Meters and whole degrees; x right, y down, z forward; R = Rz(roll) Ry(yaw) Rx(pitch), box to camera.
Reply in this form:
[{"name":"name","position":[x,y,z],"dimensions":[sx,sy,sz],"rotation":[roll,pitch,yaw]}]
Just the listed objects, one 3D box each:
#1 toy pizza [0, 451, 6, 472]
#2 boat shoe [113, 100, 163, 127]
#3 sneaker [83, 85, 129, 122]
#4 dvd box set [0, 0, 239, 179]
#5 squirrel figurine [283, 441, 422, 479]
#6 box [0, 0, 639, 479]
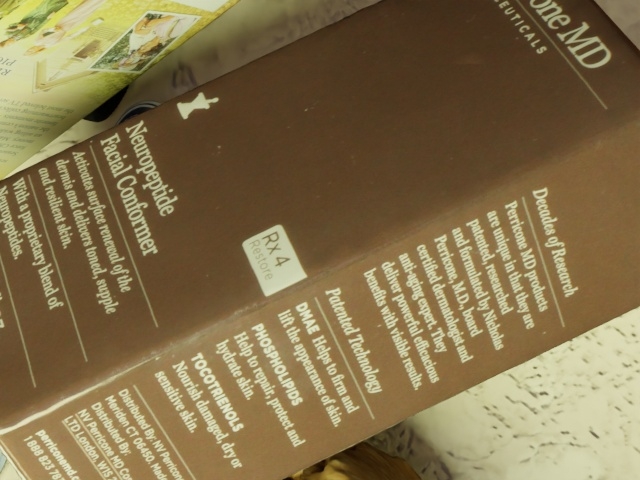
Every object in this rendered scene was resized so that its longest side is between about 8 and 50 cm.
[{"name":"toy pizza","position":[-0.299,0.104,1.046],"dimensions":[0.201,0.032,0.201],"rotation":[2,99,11]},{"name":"boat shoe","position":[-0.138,-0.005,0.995],"dimensions":[0.065,0.083,0.183],"rotation":[16,90,16]},{"name":"sneaker","position":[-0.162,-0.168,1.033],"dimensions":[0.089,0.051,0.170],"rotation":[13,85,16]},{"name":"dvd box set","position":[-0.220,-0.123,0.858],"dimensions":[0.420,0.307,0.062],"rotation":[-32,70,29]},{"name":"squirrel figurine","position":[-0.047,0.324,0.890],"dimensions":[0.370,0.281,0.397],"rotation":[-45,62,19]},{"name":"box","position":[0.000,0.000,0.849],"dimensions":[0.381,0.143,0.191],"rotation":[-25,43,-3]}]
